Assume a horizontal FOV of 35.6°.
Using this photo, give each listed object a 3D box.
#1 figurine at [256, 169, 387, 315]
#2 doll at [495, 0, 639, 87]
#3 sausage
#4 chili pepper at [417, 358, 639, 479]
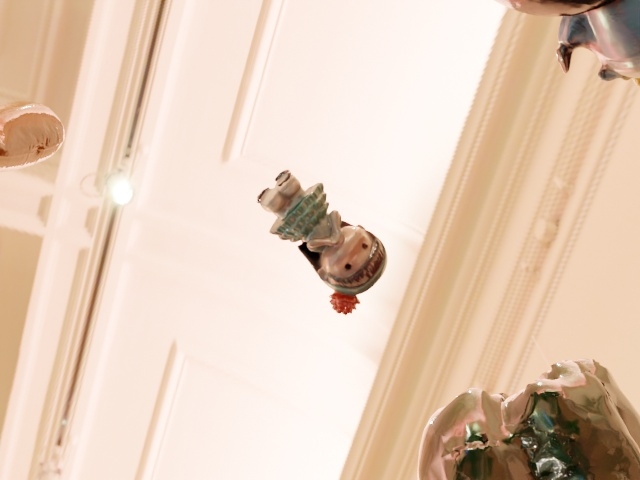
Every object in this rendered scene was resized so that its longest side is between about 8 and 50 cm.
[{"bbox_3d":[0.000,0.000,0.697,0.106,0.047,0.060,44,-108,-17],"label":"figurine"},{"bbox_3d":[0.170,-0.229,0.694,0.314,0.141,0.177,35,-65,-27],"label":"doll"},{"bbox_3d":[-0.271,-0.086,0.846,0.062,0.183,0.054,24,-73,5],"label":"sausage"},{"bbox_3d":[0.209,0.244,0.889,0.233,0.248,0.256,-16,-108,10],"label":"chili pepper"}]
